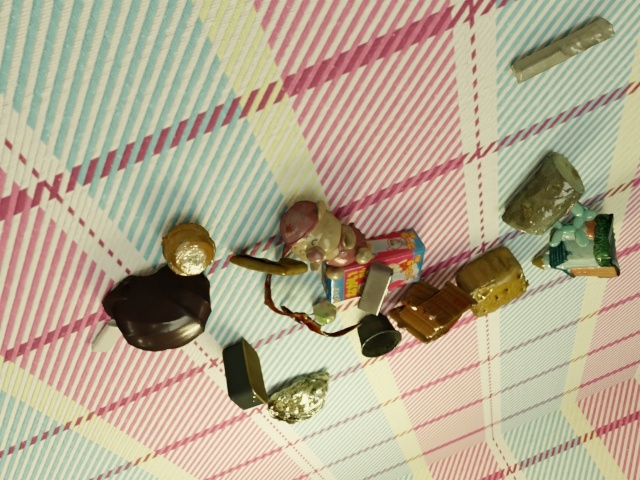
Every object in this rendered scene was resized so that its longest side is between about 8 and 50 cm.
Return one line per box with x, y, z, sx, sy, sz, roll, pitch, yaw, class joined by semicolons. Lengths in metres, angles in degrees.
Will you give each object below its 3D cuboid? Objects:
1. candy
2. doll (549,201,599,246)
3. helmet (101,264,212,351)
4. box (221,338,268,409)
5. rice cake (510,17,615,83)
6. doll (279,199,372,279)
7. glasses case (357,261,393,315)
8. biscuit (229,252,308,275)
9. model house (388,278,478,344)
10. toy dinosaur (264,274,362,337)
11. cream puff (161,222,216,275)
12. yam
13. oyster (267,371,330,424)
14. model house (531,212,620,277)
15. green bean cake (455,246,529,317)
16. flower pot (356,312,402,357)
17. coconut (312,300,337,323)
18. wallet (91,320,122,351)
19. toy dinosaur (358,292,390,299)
0.157;0.078;1.678;0.306;0.100;0.157;-15;140;-11;candy
0.838;-0.055;1.822;0.159;0.158;0.059;-6;171;22;doll
-0.432;0.208;1.487;0.305;0.177;0.225;-27;141;2;helmet
-0.252;0.443;1.805;0.090;0.201;0.144;-21;141;4;box
0.580;-0.457;1.327;0.256;0.057;0.052;-27;141;4;rice cake
0.001;0.002;1.471;0.256;0.152;0.196;30;104;-31;doll
0.163;0.145;1.630;0.072;0.042;0.190;23;135;11;glasses case
-0.136;0.067;1.533;0.183;0.174;0.038;1;99;-66;biscuit
0.391;0.220;1.878;0.220;0.199;0.229;-26;155;-55;model house
-0.028;0.212;1.678;0.327;0.112;0.206;26;166;3;toy dinosaur
-0.333;0.016;1.379;0.126;0.103;0.144;-28;141;-15;cream puff
0.685;-0.127;1.669;0.154;0.154;0.254;8;128;-32;yam
-0.081;0.615;2.152;0.268;0.112;0.198;-11;118;-2;oyster
0.898;0.035;1.954;0.291;0.184;0.253;-10;158;29;model house
0.606;0.150;1.937;0.224;0.131;0.229;-30;140;6;green bean cake
0.201;0.332;1.966;0.158;0.106;0.157;-12;135;-12;flower pot
0.016;0.235;1.795;0.081;0.082;0.083;-18;117;3;coconut
-0.613;0.280;1.594;0.061;0.025;0.122;14;127;-44;wallet
0.176;0.178;1.781;0.108;0.032;0.220;-12;175;1;toy dinosaur
